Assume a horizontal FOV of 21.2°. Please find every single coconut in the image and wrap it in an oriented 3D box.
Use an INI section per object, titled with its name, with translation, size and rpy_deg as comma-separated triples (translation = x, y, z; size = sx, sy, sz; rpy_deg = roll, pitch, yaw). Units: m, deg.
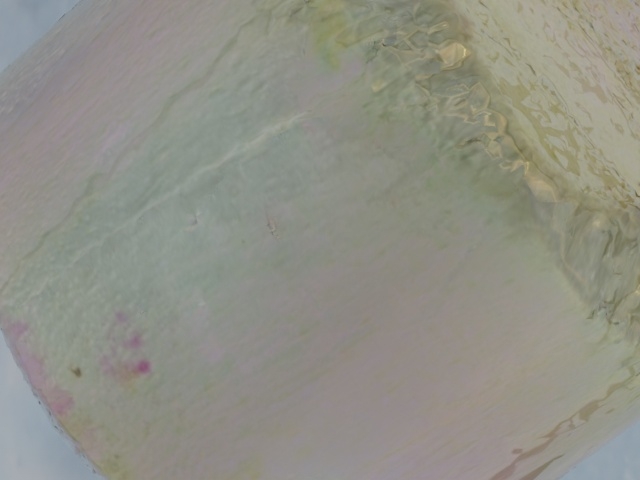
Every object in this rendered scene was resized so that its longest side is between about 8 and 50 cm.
[coconut]
translation = 0.000, 0.000, 0.741
size = 0.297, 0.297, 0.309
rpy_deg = 40, 122, -23
